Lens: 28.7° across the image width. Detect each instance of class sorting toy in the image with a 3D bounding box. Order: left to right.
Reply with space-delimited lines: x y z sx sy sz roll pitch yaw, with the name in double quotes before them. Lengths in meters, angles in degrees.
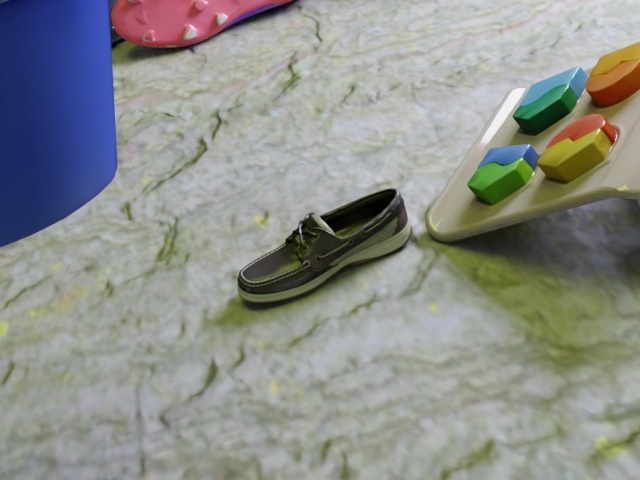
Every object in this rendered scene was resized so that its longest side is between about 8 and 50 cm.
"sorting toy" 0.193 -0.087 0.979 0.208 0.038 0.193 -12 35 49

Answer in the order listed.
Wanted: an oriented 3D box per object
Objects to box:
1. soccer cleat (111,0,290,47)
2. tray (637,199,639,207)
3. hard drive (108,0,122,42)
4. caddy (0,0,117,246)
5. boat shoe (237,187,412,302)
"soccer cleat" -0.116 -0.278 1.417 0.248 0.083 0.095 -22 11 -8
"tray" 0.332 0.033 0.854 0.145 0.030 0.270 -15 34 -1
"hard drive" -0.215 -0.343 1.454 0.255 0.172 0.054 -38 28 -32
"caddy" -0.254 -0.102 0.590 0.341 0.179 0.241 -17 33 -19
"boat shoe" 0.000 0.000 0.991 0.152 0.049 0.056 -25 37 -17
